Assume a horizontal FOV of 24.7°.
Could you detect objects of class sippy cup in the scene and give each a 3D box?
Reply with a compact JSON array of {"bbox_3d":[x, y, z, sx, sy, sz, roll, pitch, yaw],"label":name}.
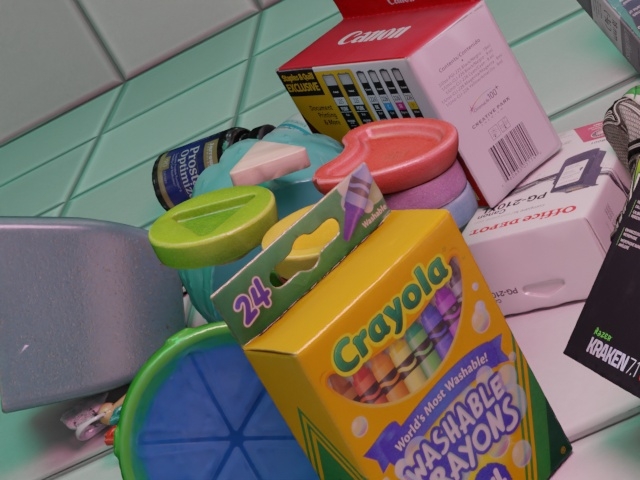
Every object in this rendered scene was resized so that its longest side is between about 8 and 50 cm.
[{"bbox_3d":[-0.105,0.190,1.505,0.305,0.240,0.224,-25,7,-13],"label":"sippy cup"}]

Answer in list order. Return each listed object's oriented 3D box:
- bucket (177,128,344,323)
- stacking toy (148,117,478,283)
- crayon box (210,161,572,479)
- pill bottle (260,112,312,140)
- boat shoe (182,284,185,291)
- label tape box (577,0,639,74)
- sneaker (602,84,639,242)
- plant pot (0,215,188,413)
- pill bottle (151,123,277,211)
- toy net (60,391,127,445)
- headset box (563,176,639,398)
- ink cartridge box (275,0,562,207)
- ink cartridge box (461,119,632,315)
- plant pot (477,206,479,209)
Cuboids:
[{"bbox_3d":[-0.025,0.022,1.705,0.281,0.281,0.183,-31,22,-3],"label":"bucket"},{"bbox_3d":[0.000,0.000,1.464,0.279,0.130,0.309,-2,27,34],"label":"stacking toy"},{"bbox_3d":[0.070,0.119,1.252,0.203,0.323,0.083,-42,24,-29],"label":"crayon box"},{"bbox_3d":[-0.077,-0.063,2.142,0.264,0.146,0.146,-40,22,-27],"label":"pill bottle"},{"bbox_3d":[-0.169,0.003,2.223,0.227,0.069,0.081,-38,21,-21],"label":"boat shoe"},{"bbox_3d":[0.508,-0.326,1.959,0.240,0.106,0.334,-31,61,-3],"label":"label tape box"},{"bbox_3d":[0.341,-0.036,1.460,0.146,0.134,0.344,-30,34,13],"label":"sneaker"},{"bbox_3d":[-0.312,0.080,1.954,0.252,0.247,0.248,-6,3,-13],"label":"plant pot"},{"bbox_3d":[-0.161,-0.117,2.420,0.219,0.123,0.123,-18,24,32],"label":"pill bottle"},{"bbox_3d":[-0.250,0.231,1.840,0.232,0.045,0.122,-14,27,40],"label":"toy net"},{"bbox_3d":[0.359,0.017,1.186,0.283,0.131,0.246,-67,22,4],"label":"headset box"},{"bbox_3d":[0.093,-0.187,1.736,0.130,0.272,0.309,-40,21,-22],"label":"ink cartridge box"},{"bbox_3d":[0.276,-0.031,1.649,0.172,0.100,0.237,-15,25,36],"label":"ink cartridge box"},{"bbox_3d":[0.188,-0.094,1.925,0.109,0.096,0.109,-40,21,-25],"label":"plant pot"}]
